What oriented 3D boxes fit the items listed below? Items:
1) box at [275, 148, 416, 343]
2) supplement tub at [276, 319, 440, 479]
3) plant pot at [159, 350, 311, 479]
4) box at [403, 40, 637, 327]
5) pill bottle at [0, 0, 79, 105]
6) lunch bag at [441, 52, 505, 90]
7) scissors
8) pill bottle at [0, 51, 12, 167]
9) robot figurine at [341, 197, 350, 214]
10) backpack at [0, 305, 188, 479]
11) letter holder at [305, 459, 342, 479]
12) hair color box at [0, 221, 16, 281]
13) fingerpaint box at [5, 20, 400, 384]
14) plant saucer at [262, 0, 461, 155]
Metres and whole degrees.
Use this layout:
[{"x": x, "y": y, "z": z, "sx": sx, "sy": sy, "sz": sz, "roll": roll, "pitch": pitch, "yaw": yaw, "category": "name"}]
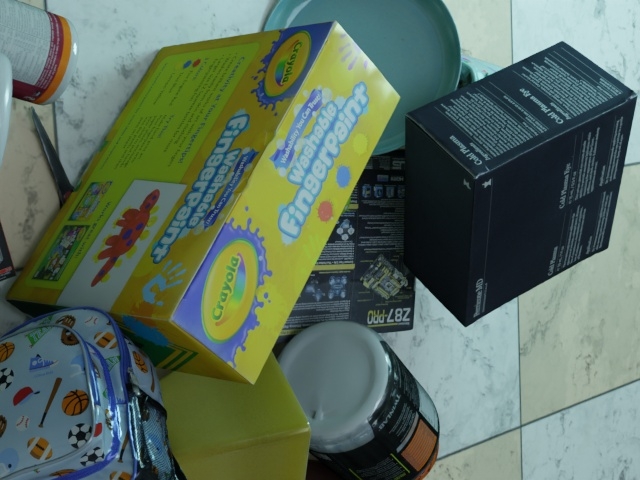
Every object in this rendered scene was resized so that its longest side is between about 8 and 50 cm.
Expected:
[{"x": 0.000, "y": 0.000, "z": 1.834, "sx": 0.395, "sy": 0.097, "sz": 0.318, "roll": -2, "pitch": 94, "yaw": -42, "category": "box"}, {"x": 0.069, "y": 0.281, "z": 1.815, "sx": 0.207, "sy": 0.207, "sz": 0.338, "roll": -63, "pitch": 148, "yaw": -18, "category": "supplement tub"}, {"x": -0.146, "y": 0.288, "z": 1.636, "sx": 0.187, "sy": 0.212, "sz": 0.212, "roll": -10, "pitch": 132, "yaw": -21, "category": "plant pot"}, {"x": 0.306, "y": -0.088, "z": 1.788, "sx": 0.312, "sy": 0.179, "sz": 0.343, "roll": -27, "pitch": 140, "yaw": -21, "category": "box"}, {"x": -0.425, "y": -0.253, "z": 1.403, "sx": 0.221, "sy": 0.121, "sz": 0.121, "roll": 14, "pitch": 85, "yaw": -42, "category": "pill bottle"}, {"x": 0.227, "y": -0.239, "z": 1.899, "sx": 0.223, "sy": 0.262, "sz": 0.160, "roll": 12, "pitch": 87, "yaw": -43, "category": "lunch bag"}, {"x": -0.339, "y": -0.047, "z": 1.576, "sx": 0.109, "sy": 0.021, "sz": 0.297, "roll": -16, "pitch": 104, "yaw": -38, "category": "scissors"}, {"x": -0.526, "y": -0.150, "z": 1.246, "sx": 0.334, "sy": 0.188, "sz": 0.188, "roll": 9, "pitch": 88, "yaw": -24, "category": "pill bottle"}, {"x": 0.004, "y": -0.083, "z": 1.721, "sx": 0.101, "sy": 0.067, "sz": 0.115, "roll": -28, "pitch": 113, "yaw": -6, "category": "robot figurine"}, {"x": -0.303, "y": 0.209, "z": 1.283, "sx": 0.276, "sy": 0.263, "sz": 0.213, "roll": -17, "pitch": 136, "yaw": 4, "category": "backpack"}, {"x": -0.063, "y": 0.476, "z": 1.812, "sx": 0.302, "sy": 0.214, "sz": 0.152, "roll": 8, "pitch": 121, "yaw": -43, "category": "letter holder"}, {"x": -0.452, "y": -0.009, "z": 1.458, "sx": 0.072, "sy": 0.043, "sz": 0.141, "roll": -25, "pitch": 110, "yaw": -37, "category": "hair color box"}, {"x": -0.154, "y": -0.055, "z": 1.485, "sx": 0.163, "sy": 0.371, "sz": 0.445, "roll": 44, "pitch": 61, "yaw": -36, "category": "fingerpaint box"}, {"x": 0.062, "y": -0.283, "z": 1.773, "sx": 0.044, "sy": 0.317, "sz": 0.318, "roll": 72, "pitch": 33, "yaw": -81, "category": "plant saucer"}]
